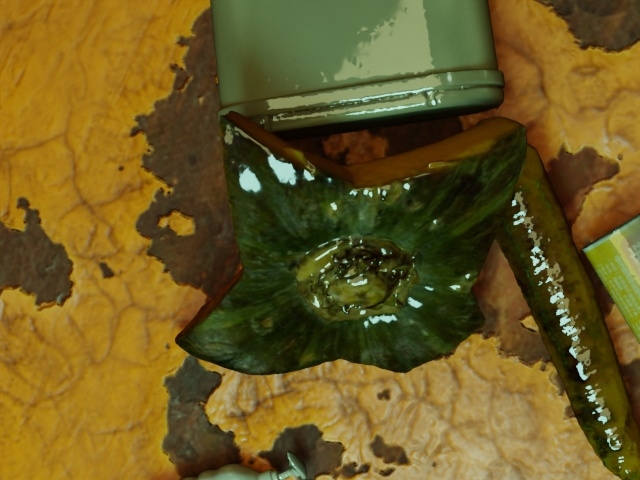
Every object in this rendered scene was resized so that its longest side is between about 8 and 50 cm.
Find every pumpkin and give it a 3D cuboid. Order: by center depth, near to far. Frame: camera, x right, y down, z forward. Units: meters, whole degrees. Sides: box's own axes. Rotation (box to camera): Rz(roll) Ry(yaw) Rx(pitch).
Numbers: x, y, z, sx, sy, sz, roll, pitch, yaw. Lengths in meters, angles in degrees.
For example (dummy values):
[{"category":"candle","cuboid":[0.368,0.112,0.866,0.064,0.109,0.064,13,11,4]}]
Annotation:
[{"category":"pumpkin","cuboid":[0.018,0.015,1.257,0.258,0.095,0.290,5,133,-6]}]

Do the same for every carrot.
[{"category":"carrot","cuboid":[0.205,0.064,1.276,0.066,0.066,0.314,-22,91,12]}]

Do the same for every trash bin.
[{"category":"trash bin","cuboid":[0.022,-0.216,1.263,0.243,0.121,0.247,-6,91,12]}]

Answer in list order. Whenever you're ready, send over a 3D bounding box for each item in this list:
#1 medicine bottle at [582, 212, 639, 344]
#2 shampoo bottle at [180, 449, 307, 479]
[{"category":"medicine bottle","cuboid":[0.299,0.084,1.257,0.074,0.074,0.218,-32,86,12]},{"category":"shampoo bottle","cuboid":[-0.079,0.234,1.355,0.152,0.045,0.077,-25,89,11]}]
